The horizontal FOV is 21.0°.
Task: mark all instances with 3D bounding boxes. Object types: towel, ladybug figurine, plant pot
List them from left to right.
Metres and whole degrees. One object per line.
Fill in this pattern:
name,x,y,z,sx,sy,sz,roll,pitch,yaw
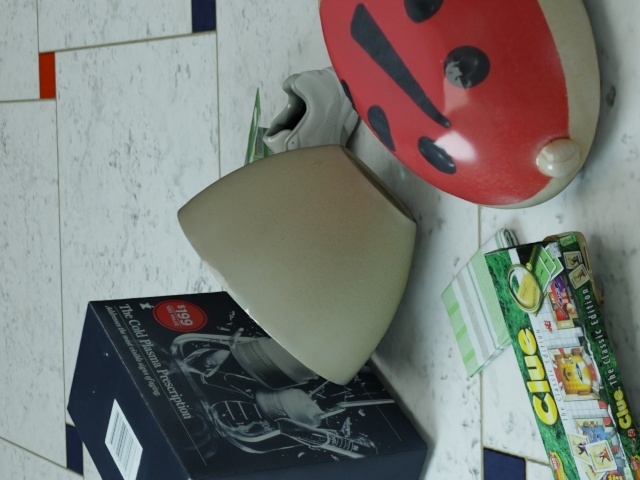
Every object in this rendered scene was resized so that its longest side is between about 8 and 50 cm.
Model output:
plant pot,0.000,0.000,2.002,0.191,0.284,0.284,-44,45,9
ladybug figurine,0.128,-0.205,1.809,0.449,0.161,0.305,52,136,46
towel,0.186,0.069,1.884,0.152,0.023,0.113,-53,46,52

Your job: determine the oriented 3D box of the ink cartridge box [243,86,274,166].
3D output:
ink cartridge box,-0.070,-0.081,2.246,0.109,0.062,0.209,-94,14,-65

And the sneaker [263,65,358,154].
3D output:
sneaker,-0.022,-0.104,2.139,0.090,0.115,0.232,23,113,59

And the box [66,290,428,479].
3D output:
box,-0.097,0.226,2.090,0.343,0.312,0.179,52,136,45

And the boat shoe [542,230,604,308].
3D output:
boat shoe,0.259,0.056,1.719,0.050,0.045,0.135,7,112,60

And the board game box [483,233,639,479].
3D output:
board game box,0.244,0.126,1.710,0.136,0.030,0.260,-15,94,65
